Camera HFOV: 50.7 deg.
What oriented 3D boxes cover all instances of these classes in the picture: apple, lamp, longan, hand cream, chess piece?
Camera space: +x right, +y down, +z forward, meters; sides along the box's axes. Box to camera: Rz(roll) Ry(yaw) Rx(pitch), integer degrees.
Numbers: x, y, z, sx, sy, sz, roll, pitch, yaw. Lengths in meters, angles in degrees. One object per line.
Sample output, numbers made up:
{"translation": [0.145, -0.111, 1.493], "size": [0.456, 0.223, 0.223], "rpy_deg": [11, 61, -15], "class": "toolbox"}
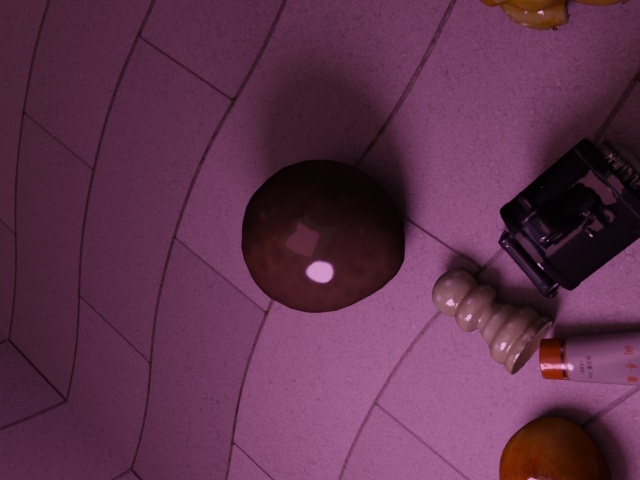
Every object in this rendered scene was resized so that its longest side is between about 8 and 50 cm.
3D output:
{"translation": [0.502, 0.495, 1.439], "size": [0.237, 0.207, 0.236], "rpy_deg": [25, 136, 27], "class": "apple"}
{"translation": [0.488, -0.052, 1.259], "size": [0.272, 0.374, 0.205], "rpy_deg": [-37, 72, 5], "class": "lamp"}
{"translation": [0.000, 0.000, 1.561], "size": [0.405, 0.336, 0.404], "rpy_deg": [10, 141, 8], "class": "longan"}
{"translation": [0.606, 0.241, 1.351], "size": [0.314, 0.089, 0.139], "rpy_deg": [-9, 99, 28], "class": "hand cream"}
{"translation": [0.359, 0.157, 1.477], "size": [0.251, 0.144, 0.144], "rpy_deg": [38, 123, 29], "class": "chess piece"}

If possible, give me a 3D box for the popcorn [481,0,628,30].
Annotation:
{"translation": [0.396, -0.519, 1.151], "size": [0.321, 0.290, 0.325], "rpy_deg": [-49, 55, 37], "class": "popcorn"}
